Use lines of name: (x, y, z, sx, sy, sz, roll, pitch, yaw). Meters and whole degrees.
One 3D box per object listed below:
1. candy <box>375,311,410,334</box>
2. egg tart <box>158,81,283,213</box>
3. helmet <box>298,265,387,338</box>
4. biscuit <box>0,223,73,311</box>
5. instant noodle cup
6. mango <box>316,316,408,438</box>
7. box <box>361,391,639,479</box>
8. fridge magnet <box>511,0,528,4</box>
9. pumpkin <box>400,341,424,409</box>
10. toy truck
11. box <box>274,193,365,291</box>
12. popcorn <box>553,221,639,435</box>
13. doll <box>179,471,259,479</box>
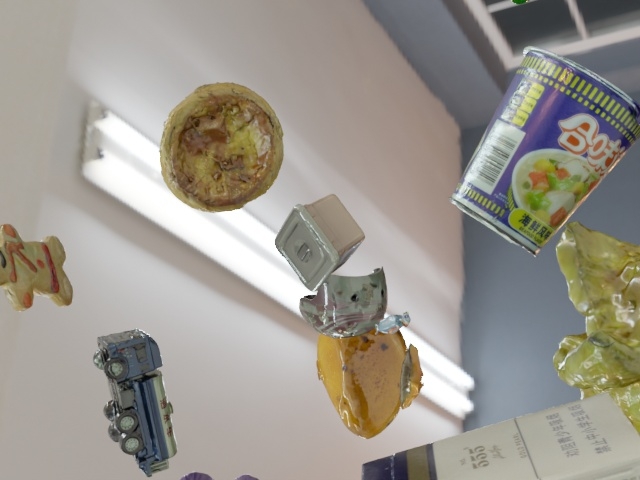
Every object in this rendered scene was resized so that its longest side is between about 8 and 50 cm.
candy: (0.117, 0.138, 1.542, 0.020, 0.083, 0.030, 18, -122, -33)
egg tart: (-0.224, -0.206, 2.093, 0.115, 0.290, 0.290, 31, 144, 66)
helmet: (0.051, 0.127, 1.725, 0.153, 0.177, 0.107, -10, -113, -35)
biscuit: (-0.495, 0.044, 1.571, 0.234, 0.030, 0.153, 19, -133, -62)
instant noodle cup: (0.401, -0.149, 1.734, 0.312, 0.284, 0.284, -56, -32, 6)
mango: (0.101, 0.280, 2.057, 0.191, 0.160, 0.290, -2, -98, -25)
box: (0.162, 0.225, 0.860, 0.168, 0.259, 0.071, -68, -42, -79)
fridge magnet: (0.256, -0.430, 1.314, 0.208, 0.088, 0.208, 15, -107, -59)
pumpkin: (0.152, 0.225, 1.566, 0.101, 0.035, 0.073, 97, 173, -52)
toy truck: (-0.249, 0.224, 1.304, 0.088, 0.074, 0.201, -14, -78, -24)
box: (0.000, 0.000, 1.183, 0.062, 0.122, 0.089, -33, -100, -26)
popcorn: (0.443, 0.155, 1.301, 0.326, 0.321, 0.290, -16, -58, -48)
doll: (-0.161, 0.382, 1.333, 0.050, 0.190, 0.115, 81, -165, -50)
